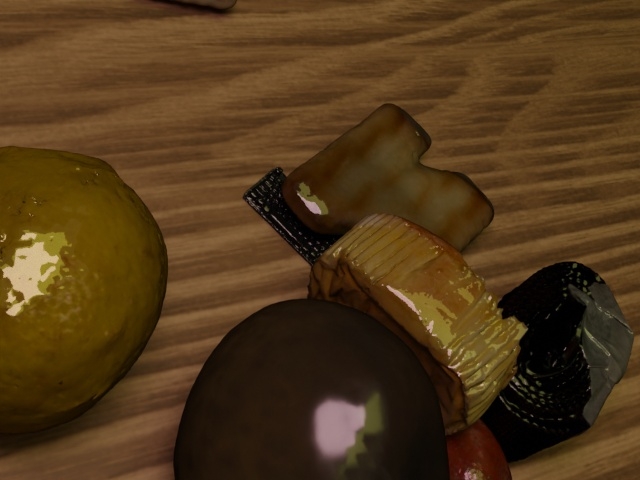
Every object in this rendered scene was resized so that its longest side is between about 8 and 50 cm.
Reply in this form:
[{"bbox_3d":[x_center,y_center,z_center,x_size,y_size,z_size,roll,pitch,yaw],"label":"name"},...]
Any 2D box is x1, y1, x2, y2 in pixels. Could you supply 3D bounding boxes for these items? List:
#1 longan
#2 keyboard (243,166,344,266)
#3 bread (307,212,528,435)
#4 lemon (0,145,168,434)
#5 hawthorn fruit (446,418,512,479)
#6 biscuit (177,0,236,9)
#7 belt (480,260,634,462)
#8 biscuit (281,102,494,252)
[{"bbox_3d":[-0.001,0.231,0.859,0.288,0.288,0.350,-1,71,-27],"label":"longan"},{"bbox_3d":[0.000,0.000,1.146,0.231,0.023,0.072,45,55,3],"label":"keyboard"},{"bbox_3d":[0.106,0.087,0.973,0.250,0.179,0.133,40,52,19],"label":"bread"},{"bbox_3d":[-0.280,0.048,0.841,0.260,0.260,0.284,40,39,-1],"label":"lemon"},{"bbox_3d":[0.154,0.270,1.007,0.132,0.133,0.138,9,59,-22],"label":"hawthorn fruit"},{"bbox_3d":[-0.228,-0.482,1.291,0.217,0.044,0.325,8,60,-22],"label":"biscuit"},{"bbox_3d":[0.290,0.146,1.120,0.184,0.164,0.289,42,50,7],"label":"belt"},{"bbox_3d":[0.099,-0.052,1.182,0.237,0.062,0.290,45,46,2],"label":"biscuit"}]
